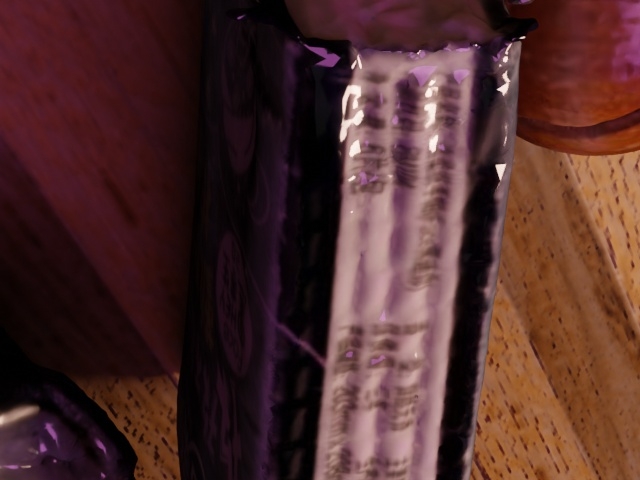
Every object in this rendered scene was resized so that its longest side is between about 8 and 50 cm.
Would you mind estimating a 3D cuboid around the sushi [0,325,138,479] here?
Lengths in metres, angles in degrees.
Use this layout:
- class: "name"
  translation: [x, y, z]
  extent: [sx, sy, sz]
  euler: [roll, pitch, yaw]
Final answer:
- class: "sushi"
  translation: [-0.183, 0.174, 0.929]
  extent: [0.211, 0.171, 0.350]
  euler: [-34, 132, -22]

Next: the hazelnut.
- class: "hazelnut"
  translation: [0.129, -0.117, 0.911]
  extent: [0.143, 0.143, 0.154]
  euler: [-17, 123, -11]

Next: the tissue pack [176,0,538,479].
- class: "tissue pack"
  translation: [0.000, 0.000, 0.853]
  extent: [0.122, 0.259, 0.361]
  euler: [-2, 125, -8]
